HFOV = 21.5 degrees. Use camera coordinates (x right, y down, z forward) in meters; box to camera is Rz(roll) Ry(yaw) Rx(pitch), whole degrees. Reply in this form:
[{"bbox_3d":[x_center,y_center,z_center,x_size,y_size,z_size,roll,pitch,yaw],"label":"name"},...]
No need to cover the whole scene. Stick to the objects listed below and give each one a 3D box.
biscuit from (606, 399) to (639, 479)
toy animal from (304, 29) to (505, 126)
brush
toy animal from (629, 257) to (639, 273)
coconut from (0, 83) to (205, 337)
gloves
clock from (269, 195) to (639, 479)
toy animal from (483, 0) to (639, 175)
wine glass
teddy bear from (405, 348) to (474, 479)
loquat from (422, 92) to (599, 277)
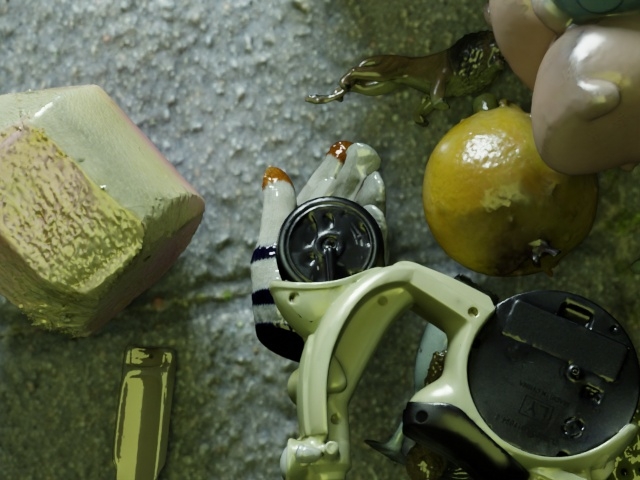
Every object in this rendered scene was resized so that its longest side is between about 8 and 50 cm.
[{"bbox_3d":[0.283,0.225,1.702,0.231,0.016,0.139,-19,88,13],"label":"biscuit"},{"bbox_3d":[0.092,-0.156,1.708,0.220,0.069,0.086,-9,68,7],"label":"toy animal"},{"bbox_3d":[-0.193,0.274,1.791,0.060,0.050,0.321,4,85,14],"label":"brush"},{"bbox_3d":[0.414,0.091,1.609,0.090,0.170,0.255,-17,81,-30],"label":"toy animal"},{"bbox_3d":[-0.267,-0.043,1.703,0.245,0.233,0.233,43,99,6],"label":"coconut"},{"bbox_3d":[0.006,0.008,1.712,0.140,0.131,0.218,9,63,15],"label":"gloves"},{"bbox_3d":[0.106,0.136,1.563,0.379,0.120,0.276,20,72,8],"label":"clock"},{"bbox_3d":[0.272,-0.175,1.557,0.210,0.229,0.221,-12,85,4],"label":"toy animal"},{"bbox_3d":[0.117,0.133,1.711,0.066,0.066,0.198,29,96,10],"label":"wine glass"},{"bbox_3d":[0.160,0.229,1.662,0.129,0.182,0.251,-14,83,50],"label":"teddy bear"},{"bbox_3d":[0.184,-0.056,1.648,0.172,0.149,0.204,-11,67,4],"label":"loquat"}]
